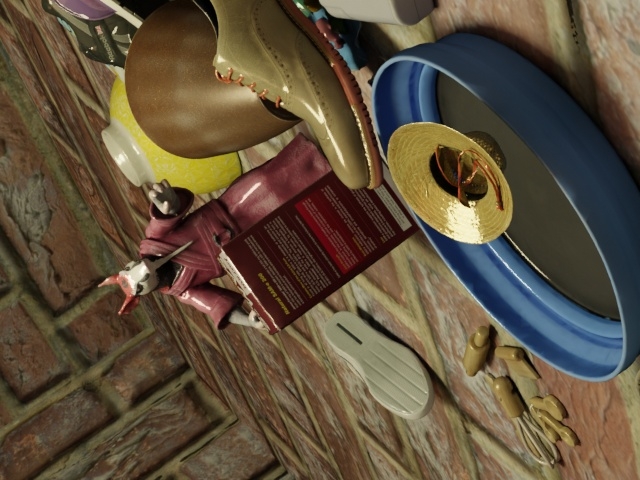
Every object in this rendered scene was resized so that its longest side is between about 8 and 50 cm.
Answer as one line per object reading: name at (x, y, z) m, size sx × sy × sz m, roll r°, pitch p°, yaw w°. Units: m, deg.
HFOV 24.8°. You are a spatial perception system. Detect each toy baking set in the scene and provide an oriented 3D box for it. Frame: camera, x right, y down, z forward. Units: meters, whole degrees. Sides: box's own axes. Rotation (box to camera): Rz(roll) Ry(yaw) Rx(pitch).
toy baking set at (0.256, 0.215, 1.937) m, size 0.197 × 0.030 × 0.256 m, roll 51°, pitch 165°, yaw 15°

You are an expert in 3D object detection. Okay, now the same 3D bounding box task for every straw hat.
straw hat at (0.136, -0.068, 1.341) m, size 0.144 × 0.061 × 0.144 m, roll 32°, pitch 147°, yaw 24°

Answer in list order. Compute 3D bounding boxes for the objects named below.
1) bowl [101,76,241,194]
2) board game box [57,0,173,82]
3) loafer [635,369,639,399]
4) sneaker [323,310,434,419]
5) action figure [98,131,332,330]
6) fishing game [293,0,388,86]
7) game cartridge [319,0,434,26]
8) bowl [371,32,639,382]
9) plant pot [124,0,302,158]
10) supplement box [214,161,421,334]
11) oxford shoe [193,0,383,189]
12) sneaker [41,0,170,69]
bowl at (-0.281, -0.182, 2.507) m, size 0.289 × 0.156 × 0.289 m, roll 50°, pitch 164°, yaw 20°
board game box at (-0.296, -0.355, 2.200) m, size 0.275 × 0.142 × 0.144 m, roll 43°, pitch 161°, yaw 37°
loafer at (0.348, 0.128, 1.303) m, size 0.112 × 0.111 × 0.319 m, roll 53°, pitch 165°, yaw 7°
sneaker at (0.106, 0.201, 2.299) m, size 0.091 × 0.094 × 0.258 m, roll 44°, pitch -178°, yaw -45°
action figure at (-0.138, -0.019, 2.000) m, size 0.248 × 0.370 × 0.276 m, roll 70°, pitch 168°, yaw -19°
fishing game at (-0.008, -0.271, 1.694) m, size 0.264 × 0.041 × 0.189 m, roll 53°, pitch 168°, yaw 9°
game cartridge at (0.006, -0.349, 1.459) m, size 0.196 × 0.060 × 0.294 m, roll 17°, pitch 140°, yaw 61°
bowl at (0.200, -0.038, 1.477) m, size 0.391 × 0.077 × 0.391 m, roll 49°, pitch 164°, yaw 19°
plant pot at (-0.101, -0.206, 1.849) m, size 0.230 × 0.215 × 0.215 m, roll 8°, pitch 132°, yaw 55°
supplement box at (0.000, 0.000, 1.858) m, size 0.130 × 0.239 × 0.073 m, roll 55°, pitch 165°, yaw 2°
oxford shoe at (-0.051, -0.191, 1.645) m, size 0.348 × 0.130 × 0.123 m, roll 59°, pitch 168°, yaw 10°
sneaker at (-0.263, -0.282, 2.017) m, size 0.124 × 0.107 × 0.283 m, roll -26°, pitch 122°, yaw 33°
